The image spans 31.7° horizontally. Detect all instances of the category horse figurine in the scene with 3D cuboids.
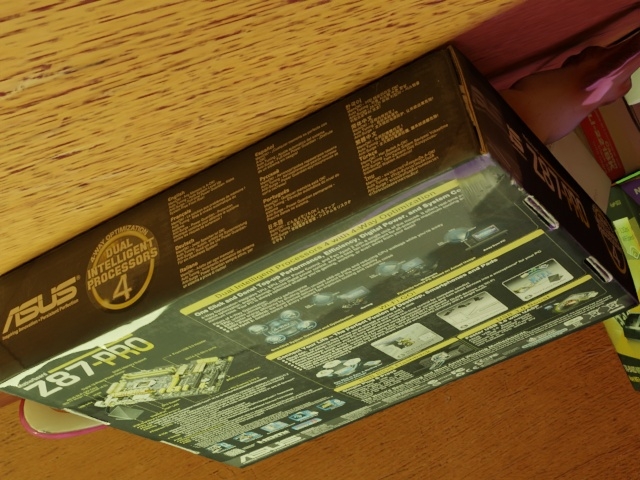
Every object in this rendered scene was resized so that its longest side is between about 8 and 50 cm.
[{"bbox_3d":[0.171,-0.109,0.922,0.263,0.066,0.174,-26,-176,-5],"label":"horse figurine"}]

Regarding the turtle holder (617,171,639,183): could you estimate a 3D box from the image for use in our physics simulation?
[{"bbox_3d":[0.575,-0.137,1.728,0.320,0.243,0.227,-39,-176,42],"label":"turtle holder"}]

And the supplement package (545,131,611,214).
[{"bbox_3d":[0.142,-0.019,1.116,0.244,0.134,0.139,-27,-155,36],"label":"supplement package"}]

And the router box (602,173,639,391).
[{"bbox_3d":[0.369,0.049,1.233,0.081,0.243,0.309,-24,176,-2],"label":"router box"}]

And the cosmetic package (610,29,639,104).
[{"bbox_3d":[0.360,-0.192,0.948,0.099,0.060,0.239,-20,175,-31],"label":"cosmetic package"}]

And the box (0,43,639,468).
[{"bbox_3d":[0.004,0.045,0.852,0.395,0.097,0.318,-26,150,22],"label":"box"}]

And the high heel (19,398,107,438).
[{"bbox_3d":[-0.217,0.143,1.333,0.377,0.127,0.181,-30,172,-42],"label":"high heel"}]

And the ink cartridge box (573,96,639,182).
[{"bbox_3d":[0.269,-0.098,1.291,0.197,0.114,0.273,-26,177,36],"label":"ink cartridge box"}]
